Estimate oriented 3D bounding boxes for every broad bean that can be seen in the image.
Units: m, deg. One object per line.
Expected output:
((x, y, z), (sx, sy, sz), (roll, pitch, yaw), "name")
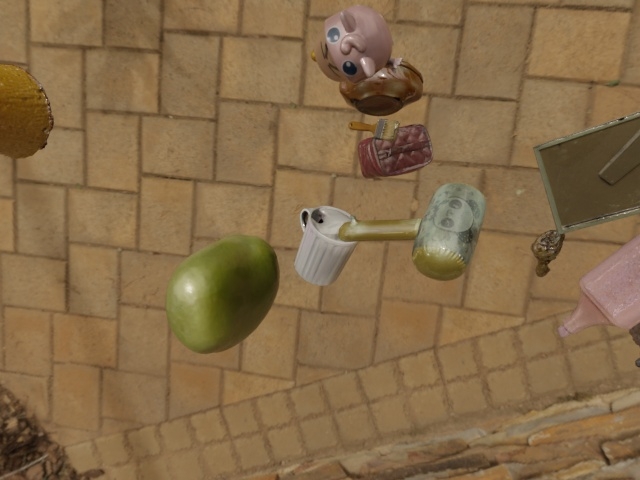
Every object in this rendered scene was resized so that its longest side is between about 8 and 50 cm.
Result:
((-0.107, 0.056, 0.502), (0.082, 0.174, 0.124), (1, 112, 24), "broad bean")

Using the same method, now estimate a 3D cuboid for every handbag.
((0.237, -0.279, 1.399), (0.225, 0.135, 0.146), (-16, 97, -20), "handbag")

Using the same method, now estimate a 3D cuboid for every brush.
((0.106, -0.236, 0.926), (0.014, 0.170, 0.043), (8, 102, -33), "brush")

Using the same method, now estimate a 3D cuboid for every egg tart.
((-0.728, -0.284, 0.976), (0.216, 0.171, 0.215), (3, 104, 10), "egg tart")

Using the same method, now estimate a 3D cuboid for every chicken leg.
((0.677, 0.044, 1.332), (0.085, 0.069, 0.197), (-34, 139, -16), "chicken leg")

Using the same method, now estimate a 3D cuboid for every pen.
((0.255, 0.021, 0.335), (0.053, 0.032, 0.197), (60, 138, 28), "pen")

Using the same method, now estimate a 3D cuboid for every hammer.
((0.168, -0.023, 0.903), (0.306, 0.201, 0.113), (3, 139, 36), "hammer")

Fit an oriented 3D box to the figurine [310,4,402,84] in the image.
((0.076, -0.436, 1.005), (0.186, 0.287, 0.176), (-27, 116, 25), "figurine")

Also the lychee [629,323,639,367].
((1.076, 0.248, 1.202), (0.432, 0.380, 0.380), (-37, 94, 11), "lychee")

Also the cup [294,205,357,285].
((0.015, 0.005, 1.369), (0.167, 0.221, 0.201), (13, 128, -14), "cup")

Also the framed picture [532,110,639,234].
((0.714, -0.169, 1.050), (0.335, 0.022, 0.247), (-18, 107, 23), "framed picture")

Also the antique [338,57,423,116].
((0.200, -0.506, 1.478), (0.279, 0.223, 0.128), (4, 79, 18), "antique")
